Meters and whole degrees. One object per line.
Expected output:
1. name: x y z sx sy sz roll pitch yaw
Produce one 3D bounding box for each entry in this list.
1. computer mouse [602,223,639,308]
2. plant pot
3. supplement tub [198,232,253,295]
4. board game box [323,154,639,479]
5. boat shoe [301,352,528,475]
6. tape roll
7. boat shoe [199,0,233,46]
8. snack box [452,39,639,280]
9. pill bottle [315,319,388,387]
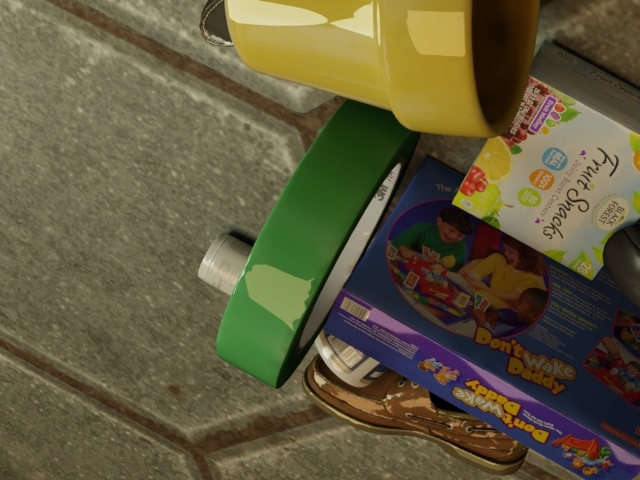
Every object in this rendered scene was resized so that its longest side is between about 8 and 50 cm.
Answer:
1. computer mouse: 0.410 0.040 1.246 0.262 0.060 0.184 24 138 6
2. plant pot: 0.054 -0.226 1.147 0.239 0.254 0.254 7 133 21
3. supplement tub: -0.096 0.043 1.669 0.107 0.071 0.071 29 140 7
4. board game box: 0.210 0.083 1.379 0.347 0.233 0.078 30 139 6
5. boat shoe: 0.130 0.193 1.649 0.307 0.110 0.104 17 134 5
6. tape roll: 0.000 0.000 1.369 0.077 0.321 0.321 29 140 6
7. boat shoe: -0.055 -0.251 1.354 0.228 0.068 0.081 -18 118 43
8. snack box: 0.254 -0.078 1.317 0.174 0.070 0.207 30 141 3
9. pill bottle: 0.081 0.087 1.502 0.094 0.094 0.169 44 111 -11
